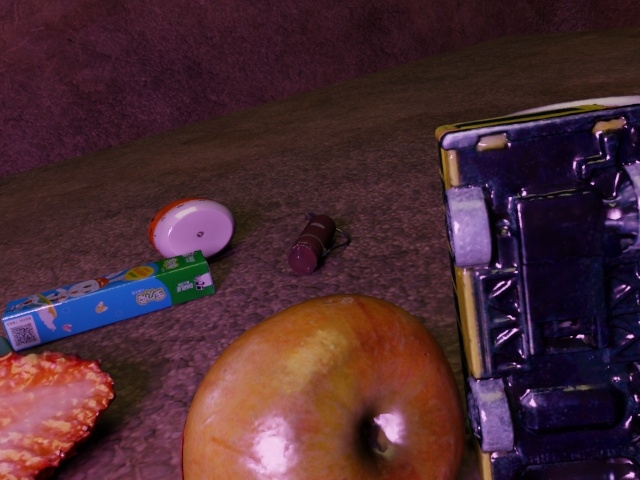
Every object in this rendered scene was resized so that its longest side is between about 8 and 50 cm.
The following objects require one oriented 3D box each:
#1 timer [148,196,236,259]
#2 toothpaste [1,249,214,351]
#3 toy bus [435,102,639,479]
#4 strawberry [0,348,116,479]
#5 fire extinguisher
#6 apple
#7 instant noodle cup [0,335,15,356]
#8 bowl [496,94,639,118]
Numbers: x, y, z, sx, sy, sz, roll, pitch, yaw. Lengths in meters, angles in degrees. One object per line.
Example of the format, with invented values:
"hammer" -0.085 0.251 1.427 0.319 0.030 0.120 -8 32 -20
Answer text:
"timer" -0.206 -0.022 1.046 0.136 0.099 0.136 1 19 0
"toothpaste" -0.280 0.077 0.894 0.266 0.050 0.065 -16 18 -13
"toy bus" 0.152 0.045 0.451 0.128 0.262 0.150 -7 13 7
"strawberry" -0.316 0.183 0.558 0.286 0.106 0.188 -7 42 -42
"fire extinguisher" 0.000 0.000 0.964 0.078 0.045 0.157 20 25 5
"apple" -0.001 0.126 0.435 0.182 0.182 0.155 -24 0 -30
"instant noodle cup" -0.373 0.166 0.686 0.179 0.070 0.157 -23 24 -30
"bowl" 0.329 -0.074 0.822 0.313 0.146 0.313 -9 19 3
